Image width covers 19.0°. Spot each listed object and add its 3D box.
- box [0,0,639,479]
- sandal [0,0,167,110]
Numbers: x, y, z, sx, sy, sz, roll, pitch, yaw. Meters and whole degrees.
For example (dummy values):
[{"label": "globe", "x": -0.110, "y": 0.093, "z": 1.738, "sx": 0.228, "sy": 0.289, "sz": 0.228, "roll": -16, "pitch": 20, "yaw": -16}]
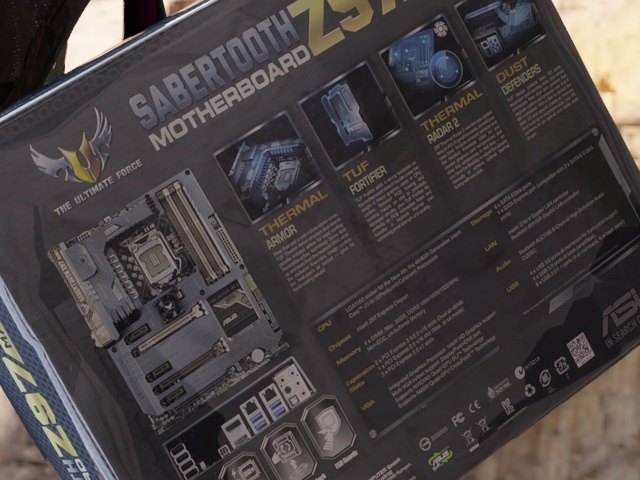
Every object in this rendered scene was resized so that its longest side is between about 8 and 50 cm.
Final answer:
[{"label": "box", "x": 0.000, "y": 0.000, "z": 0.652, "sx": 0.232, "sy": 0.059, "sz": 0.183, "roll": -34, "pitch": -79, "yaw": -27}, {"label": "sandal", "x": -0.125, "y": -0.041, "z": 0.798, "sx": 0.167, "sy": 0.107, "sz": 0.446, "roll": 74, "pitch": -164, "yaw": -53}]
